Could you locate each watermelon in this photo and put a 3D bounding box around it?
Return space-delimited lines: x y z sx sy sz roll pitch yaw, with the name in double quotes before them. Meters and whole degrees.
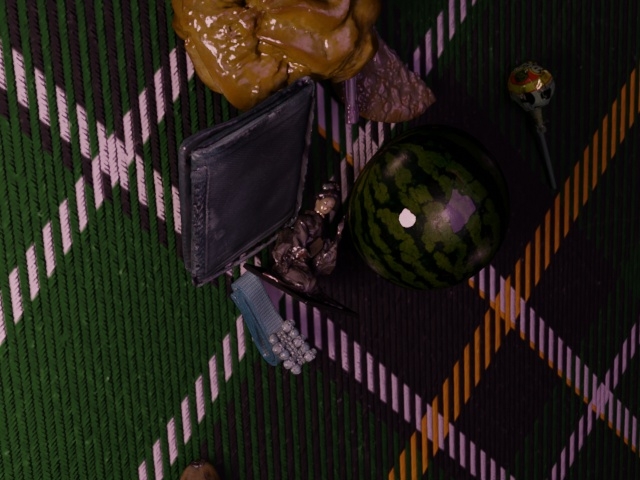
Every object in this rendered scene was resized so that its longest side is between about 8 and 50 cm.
"watermelon" 0.186 -0.055 1.920 0.285 0.285 0.285 -10 106 -35

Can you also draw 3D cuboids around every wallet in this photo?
"wallet" -0.117 -0.092 1.720 0.237 0.075 0.342 -33 154 -24

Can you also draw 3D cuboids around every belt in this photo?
"belt" -0.088 0.136 1.869 0.065 0.100 0.179 -42 120 -27

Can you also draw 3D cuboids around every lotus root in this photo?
"lotus root" -0.202 0.456 1.865 0.089 0.080 0.179 -10 107 -37

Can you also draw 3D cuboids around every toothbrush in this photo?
"toothbrush" 0.043 -0.372 1.851 0.024 0.029 0.354 -8 100 -29

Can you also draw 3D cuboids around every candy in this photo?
"candy" 0.442 -0.220 2.207 0.083 0.091 0.306 -42 129 -25

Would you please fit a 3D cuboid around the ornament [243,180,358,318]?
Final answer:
"ornament" 0.000 0.000 1.830 0.166 0.153 0.196 17 98 -54

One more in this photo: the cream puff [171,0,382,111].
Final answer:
"cream puff" -0.066 -0.336 1.666 0.323 0.274 0.270 52 59 -30

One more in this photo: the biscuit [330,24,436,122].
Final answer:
"biscuit" 0.083 -0.288 1.935 0.290 0.038 0.141 42 74 -34
